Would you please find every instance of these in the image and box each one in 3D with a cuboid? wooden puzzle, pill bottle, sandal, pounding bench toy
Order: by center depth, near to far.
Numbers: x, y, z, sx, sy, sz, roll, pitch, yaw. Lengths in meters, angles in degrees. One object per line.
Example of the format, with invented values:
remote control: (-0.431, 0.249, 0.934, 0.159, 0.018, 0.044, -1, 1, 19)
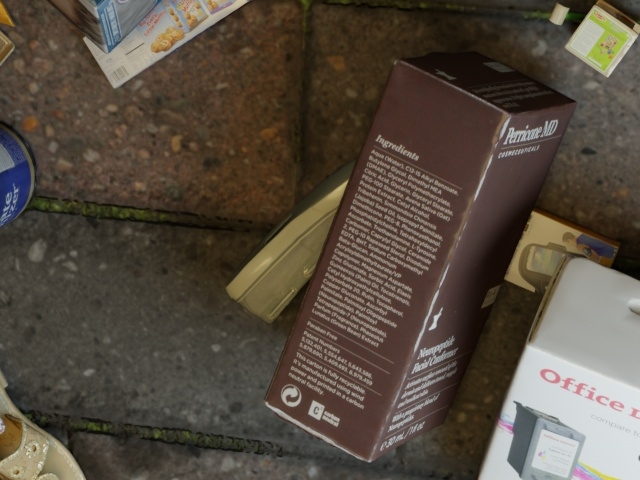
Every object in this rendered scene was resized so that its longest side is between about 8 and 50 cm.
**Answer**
pounding bench toy: (0.267, -0.210, 1.883, 0.083, 0.065, 0.052, 35, 109, 3)
pill bottle: (-0.388, -0.052, 1.994, 0.122, 0.219, 0.123, 3, 104, 12)
wooden puzzle: (-0.371, -0.211, 2.061, 0.116, 0.014, 0.078, -39, 88, 18)
sandal: (-0.353, 0.229, 2.129, 0.088, 0.079, 0.240, -33, 94, 18)

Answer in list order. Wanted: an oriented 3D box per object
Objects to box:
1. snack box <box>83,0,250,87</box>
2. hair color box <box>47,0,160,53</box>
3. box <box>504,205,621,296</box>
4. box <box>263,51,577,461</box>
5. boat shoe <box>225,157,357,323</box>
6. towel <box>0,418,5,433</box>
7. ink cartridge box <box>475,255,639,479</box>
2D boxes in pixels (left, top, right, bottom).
snack box: (-0.161, -0.232, 2.001, 0.178, 0.022, 0.064, -30, 93, 18)
hair color box: (-0.310, -0.354, 1.904, 0.347, 0.174, 0.105, 42, 82, 5)
box: (0.231, 0.013, 1.967, 0.136, 0.028, 0.081, 23, 108, 5)
box: (0.100, 0.012, 1.900, 0.143, 0.191, 0.381, 27, 109, 22)
boat shoe: (-0.001, 0.001, 1.998, 0.081, 0.079, 0.227, 43, 114, -9)
towel: (-0.437, 0.152, 2.125, 0.144, 0.029, 0.197, -26, 76, 16)
ink cartridge box: (0.287, 0.187, 1.872, 0.226, 0.131, 0.306, 21, 141, 9)
